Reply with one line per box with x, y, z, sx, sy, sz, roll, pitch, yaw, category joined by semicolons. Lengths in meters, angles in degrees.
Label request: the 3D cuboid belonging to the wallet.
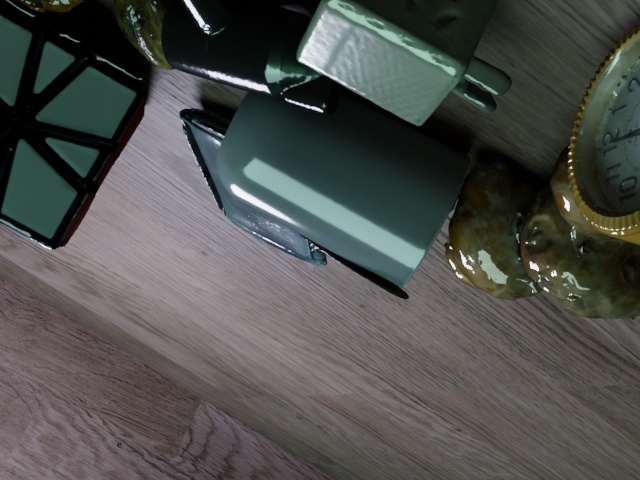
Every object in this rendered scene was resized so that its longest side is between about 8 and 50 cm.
-0.099;-0.091;1.536;0.237;0.075;0.342;24;159;20;wallet

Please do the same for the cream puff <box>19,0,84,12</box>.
-0.375;-0.367;1.220;0.119;0.104;0.133;17;154;36;cream puff

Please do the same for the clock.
0.380;-0.103;0.843;0.200;0.244;0.317;18;163;-21;clock

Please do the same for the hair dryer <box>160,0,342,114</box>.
-0.102;-0.272;1.044;0.244;0.116;0.302;19;168;26;hair dryer

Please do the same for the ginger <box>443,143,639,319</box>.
0.299;-0.010;1.202;0.256;0.176;0.375;55;149;-16;ginger

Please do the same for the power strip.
0.109;-0.223;0.980;0.224;0.140;0.139;28;155;-6;power strip

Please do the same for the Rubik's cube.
-0.450;-0.173;1.381;0.289;0.293;0.283;32;172;-10;Rubik's cube

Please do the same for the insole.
0.000;0.000;1.338;0.348;0.009;0.119;35;-172;41;insole

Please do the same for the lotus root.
-0.227;-0.299;1.229;0.089;0.080;0.179;-20;152;1;lotus root

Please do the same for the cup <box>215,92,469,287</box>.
0.025;-0.094;1.244;0.312;0.205;0.205;28;156;-2;cup
